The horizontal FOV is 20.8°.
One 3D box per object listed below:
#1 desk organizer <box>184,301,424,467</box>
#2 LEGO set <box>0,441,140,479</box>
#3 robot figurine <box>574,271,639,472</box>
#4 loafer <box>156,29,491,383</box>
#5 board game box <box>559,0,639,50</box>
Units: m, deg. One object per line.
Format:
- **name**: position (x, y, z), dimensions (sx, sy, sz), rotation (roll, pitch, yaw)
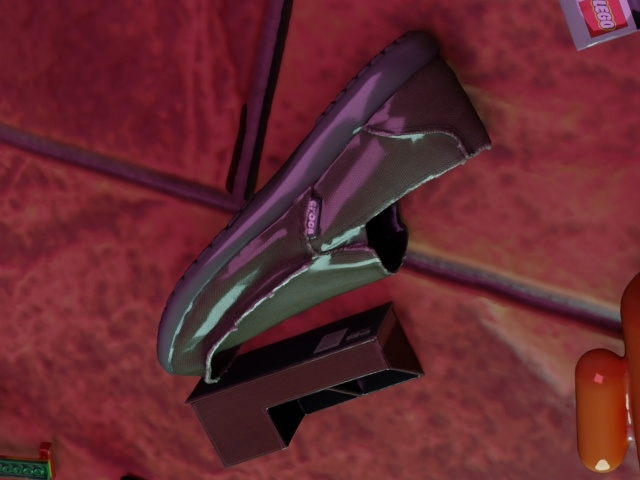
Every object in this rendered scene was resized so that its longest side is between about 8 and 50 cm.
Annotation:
- **desk organizer**: position (-0.008, 0.087, 1.031), dimensions (0.130, 0.047, 0.050), rotation (-21, 107, 23)
- **LEGO set**: position (-0.225, 0.190, 1.151), dimensions (0.244, 0.060, 0.182), rotation (-36, 110, 27)
- **robot figurine**: position (0.224, 0.084, 0.918), dimensions (0.158, 0.128, 0.219), rotation (-18, 110, -19)
- **loafer**: position (0.000, 0.000, 0.966), dimensions (0.087, 0.094, 0.251), rotation (42, 116, 2)
- **board game box**: position (0.165, -0.264, 0.833), dimensions (0.193, 0.053, 0.305), rotation (-17, 106, 21)
